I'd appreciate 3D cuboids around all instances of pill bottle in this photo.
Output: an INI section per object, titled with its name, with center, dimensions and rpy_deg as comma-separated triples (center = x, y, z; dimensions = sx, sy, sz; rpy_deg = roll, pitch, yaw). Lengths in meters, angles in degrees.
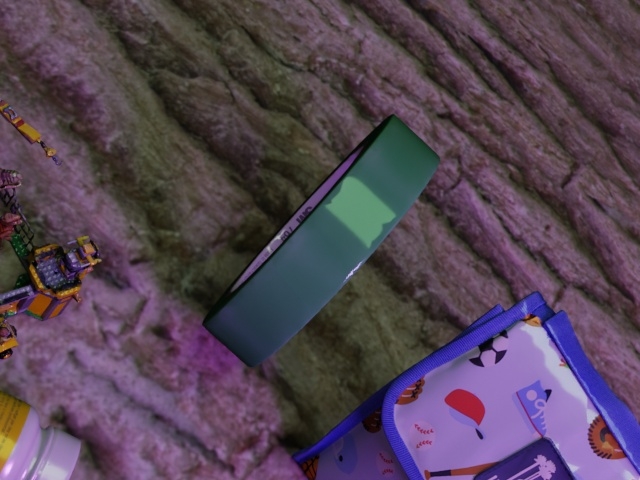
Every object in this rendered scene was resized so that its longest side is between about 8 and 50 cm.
[pill bottle]
center = -0.345, 0.191, 1.190
dimensions = 0.208, 0.119, 0.119
rpy_deg = 29, 50, -14

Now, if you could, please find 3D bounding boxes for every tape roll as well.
[tape roll]
center = 0.000, 0.000, 1.397
dimensions = 0.077, 0.321, 0.321
rpy_deg = 43, 48, -5

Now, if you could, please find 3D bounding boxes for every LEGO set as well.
[LEGO set]
center = -0.369, -0.053, 1.276
dimensions = 0.255, 0.192, 0.331
rpy_deg = -11, 69, -37

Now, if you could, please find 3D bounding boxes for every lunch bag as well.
[lunch bag]
center = 0.190, 0.267, 1.315
dimensions = 0.239, 0.385, 0.328
rpy_deg = -24, 78, -41
